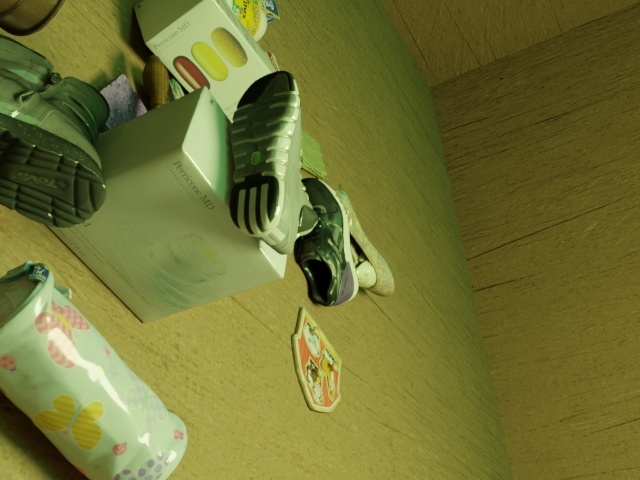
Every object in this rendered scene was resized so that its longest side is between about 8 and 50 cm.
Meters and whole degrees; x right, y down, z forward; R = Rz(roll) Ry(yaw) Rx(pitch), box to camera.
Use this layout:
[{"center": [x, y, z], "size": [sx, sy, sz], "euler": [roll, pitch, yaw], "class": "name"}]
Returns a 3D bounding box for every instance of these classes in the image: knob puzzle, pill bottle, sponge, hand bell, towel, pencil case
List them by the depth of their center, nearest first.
[{"center": [-0.252, 0.150, 0.764], "size": [0.273, 0.113, 0.124], "euler": [59, 4, -27], "class": "pencil case"}, {"center": [-0.237, -0.193, 1.070], "size": [0.126, 0.126, 0.242], "euler": [46, 20, -48], "class": "hand bell"}, {"center": [-0.268, -0.134, 1.090], "size": [0.210, 0.031, 0.117], "euler": [61, 23, -25], "class": "sponge"}, {"center": [0.001, 0.249, 1.434], "size": [0.213, 0.029, 0.213], "euler": [52, 28, -42], "class": "knob puzzle"}, {"center": [-0.186, -0.449, 1.455], "size": [0.208, 0.117, 0.118], "euler": [-14, 85, -70], "class": "pill bottle"}, {"center": [-0.031, -0.210, 1.766], "size": [0.148, 0.027, 0.110], "euler": [22, 51, -62], "class": "towel"}]

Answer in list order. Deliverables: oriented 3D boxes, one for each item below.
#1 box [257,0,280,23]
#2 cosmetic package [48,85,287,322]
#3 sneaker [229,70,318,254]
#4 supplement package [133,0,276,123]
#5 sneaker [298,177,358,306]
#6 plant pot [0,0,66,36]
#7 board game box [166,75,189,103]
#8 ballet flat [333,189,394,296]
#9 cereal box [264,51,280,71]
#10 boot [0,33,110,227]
[{"center": [-0.158, -0.549, 1.698], "size": [0.169, 0.059, 0.054], "euler": [-2, 76, -68], "class": "box"}, {"center": [-0.187, -0.036, 0.933], "size": [0.224, 0.224, 0.138], "euler": [55, 26, -35], "class": "cosmetic package"}, {"center": [-0.049, -0.086, 0.904], "size": [0.132, 0.086, 0.229], "euler": [48, 42, -53], "class": "sneaker"}, {"center": [-0.188, -0.327, 1.276], "size": [0.244, 0.139, 0.134], "euler": [46, 13, -46], "class": "supplement package"}, {"center": [0.000, 0.000, 1.557], "size": [0.124, 0.107, 0.284], "euler": [-9, 80, -63], "class": "sneaker"}, {"center": [-0.385, -0.333, 0.807], "size": [0.165, 0.166, 0.167], "euler": [9, 63, -59], "class": "plant pot"}, {"center": [-0.208, -0.143, 1.197], "size": [0.136, 0.030, 0.260], "euler": [37, 32, -76], "class": "board game box"}, {"center": [0.069, 0.031, 1.736], "size": [0.316, 0.107, 0.106], "euler": [58, 44, -18], "class": "ballet flat"}, {"center": [-0.129, -0.323, 1.586], "size": [0.173, 0.047, 0.240], "euler": [69, 21, -5], "class": "cereal box"}, {"center": [-0.374, -0.159, 0.759], "size": [0.338, 0.118, 0.223], "euler": [38, 20, -38], "class": "boot"}]
